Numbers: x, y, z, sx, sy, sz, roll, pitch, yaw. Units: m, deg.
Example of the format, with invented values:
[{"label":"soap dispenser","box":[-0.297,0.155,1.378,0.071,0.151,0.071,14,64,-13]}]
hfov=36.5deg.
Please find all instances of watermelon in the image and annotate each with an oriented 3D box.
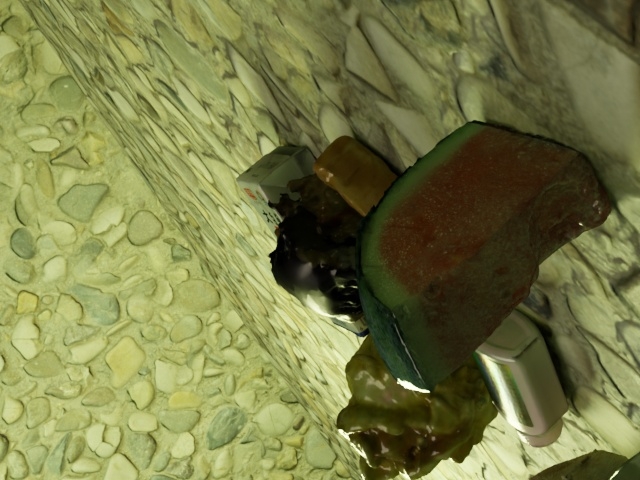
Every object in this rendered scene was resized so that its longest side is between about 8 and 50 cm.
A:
[{"label":"watermelon","box":[0.135,-0.005,0.868,0.226,0.318,0.148,-25,102,34]}]

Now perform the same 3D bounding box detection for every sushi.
[{"label":"sushi","box":[0.037,0.019,1.348,0.204,0.213,0.200,88,166,-47]}]

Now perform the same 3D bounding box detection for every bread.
[{"label":"bread","box":[0.054,-0.077,1.252,0.132,0.074,0.053,46,177,28]}]

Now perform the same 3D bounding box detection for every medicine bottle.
[{"label":"medicine bottle","box":[0.259,0.182,1.252,0.115,0.078,0.219,32,157,49]}]

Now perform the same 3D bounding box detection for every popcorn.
[{"label":"popcorn","box":[0.149,0.241,1.449,0.212,0.259,0.259,-5,129,36]}]

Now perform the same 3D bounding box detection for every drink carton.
[{"label":"drink carton","box":[0.000,0.000,1.560,0.315,0.106,0.130,56,165,-18]}]

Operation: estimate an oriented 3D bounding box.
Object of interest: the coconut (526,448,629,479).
[{"label":"coconut","box":[0.341,0.369,1.175,0.227,0.227,0.230,43,166,30]}]

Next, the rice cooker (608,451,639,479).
[{"label":"rice cooker","box":[0.366,0.332,0.888,0.277,0.288,0.288,39,162,42]}]
